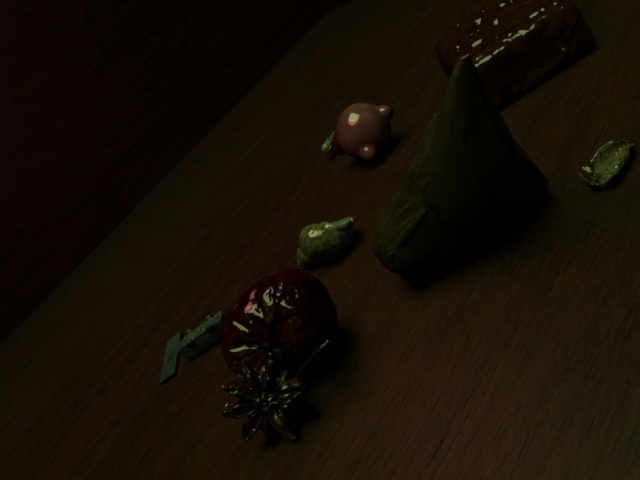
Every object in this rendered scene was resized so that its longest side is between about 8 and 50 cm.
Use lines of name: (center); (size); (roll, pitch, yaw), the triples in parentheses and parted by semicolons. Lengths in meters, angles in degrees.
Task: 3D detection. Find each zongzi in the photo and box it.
zongzi: (0.200, -0.108, 1.088); (0.356, 0.393, 0.174); (-38, 49, 13)

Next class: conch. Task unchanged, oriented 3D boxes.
conch: (0.012, 0.000, 1.468); (0.172, 0.106, 0.116); (-26, 18, -5)

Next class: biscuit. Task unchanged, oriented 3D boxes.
biscuit: (0.497, -0.537, 1.601); (0.342, 0.166, 0.395); (-35, 28, 14)

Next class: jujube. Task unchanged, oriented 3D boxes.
jujube: (-0.078, 0.176, 1.184); (0.232, 0.213, 0.213); (-38, 26, 19)

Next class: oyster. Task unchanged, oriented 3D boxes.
oyster: (0.540, -0.144, 1.086); (0.132, 0.029, 0.086); (-36, 32, 0)

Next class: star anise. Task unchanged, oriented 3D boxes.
star anise: (-0.068, 0.287, 1.083); (0.233, 0.178, 0.073); (-15, 10, 13)

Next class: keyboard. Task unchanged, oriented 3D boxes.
keyboard: (-0.404, 0.316, 1.602); (0.055, 0.014, 0.176); (-35, 27, 12)

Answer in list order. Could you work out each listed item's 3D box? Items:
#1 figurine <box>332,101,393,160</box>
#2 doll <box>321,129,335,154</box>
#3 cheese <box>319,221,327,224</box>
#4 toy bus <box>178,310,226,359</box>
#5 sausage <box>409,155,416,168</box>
figurine: (0.129, -0.323, 1.740); (0.173, 0.173, 0.173); (-30, 28, 18)
doll: (0.095, -0.354, 1.934); (0.213, 0.072, 0.104); (-29, 29, 13)
cheese: (-0.013, -0.009, 1.575); (0.060, 0.042, 0.084); (-11, 22, 32)
toy bus: (-0.300, 0.246, 1.525); (0.153, 0.061, 0.051); (-35, 28, 12)
sausage: (0.270, -0.160, 1.408); (0.076, 0.076, 0.197); (-39, 25, 0)
